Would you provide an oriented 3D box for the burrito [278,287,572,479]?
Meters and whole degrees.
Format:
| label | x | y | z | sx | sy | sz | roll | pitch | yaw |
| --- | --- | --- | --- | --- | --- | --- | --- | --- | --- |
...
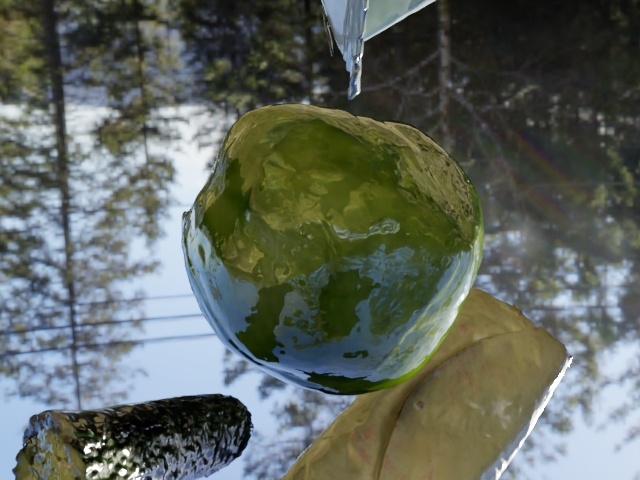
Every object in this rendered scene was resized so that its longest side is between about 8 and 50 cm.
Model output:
| label | x | y | z | sx | sy | sz | roll | pitch | yaw |
| --- | --- | --- | --- | --- | --- | --- | --- | --- | --- |
| burrito | 0.096 | 0.172 | 0.834 | 0.299 | 0.143 | 0.105 | -42 | 180 | -33 |

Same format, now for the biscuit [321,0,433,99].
| label | x | y | z | sx | sy | sz | roll | pitch | yaw |
| --- | --- | --- | --- | --- | --- | --- | --- | --- | --- |
| biscuit | 0.084 | -0.211 | 0.359 | 0.079 | 0.186 | 0.309 | 26 | -129 | 19 |

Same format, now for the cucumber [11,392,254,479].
| label | x | y | z | sx | sy | sz | roll | pitch | yaw |
| --- | --- | --- | --- | --- | --- | --- | --- | --- | --- |
| cucumber | -0.106 | 0.128 | 0.576 | 0.067 | 0.067 | 0.245 | 0 | 175 | 16 |

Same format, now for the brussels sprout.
| label | x | y | z | sx | sy | sz | roll | pitch | yaw |
| --- | --- | --- | --- | --- | --- | --- | --- | --- | --- |
| brussels sprout | 0.000 | 0.000 | 0.711 | 0.219 | 0.210 | 0.271 | 11 | -168 | -31 |
